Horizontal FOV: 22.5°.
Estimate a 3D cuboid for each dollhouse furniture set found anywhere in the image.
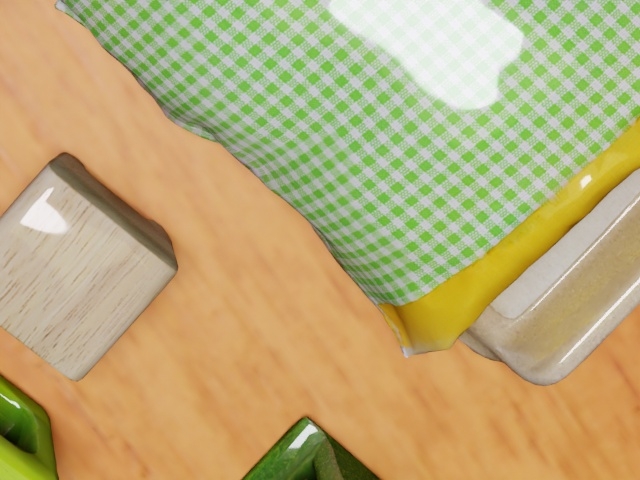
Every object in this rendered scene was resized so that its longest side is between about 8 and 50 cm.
[{"bbox_3d":[0.000,0.000,0.455,0.197,0.151,0.301,40,98,-14],"label":"dollhouse furniture set"}]
